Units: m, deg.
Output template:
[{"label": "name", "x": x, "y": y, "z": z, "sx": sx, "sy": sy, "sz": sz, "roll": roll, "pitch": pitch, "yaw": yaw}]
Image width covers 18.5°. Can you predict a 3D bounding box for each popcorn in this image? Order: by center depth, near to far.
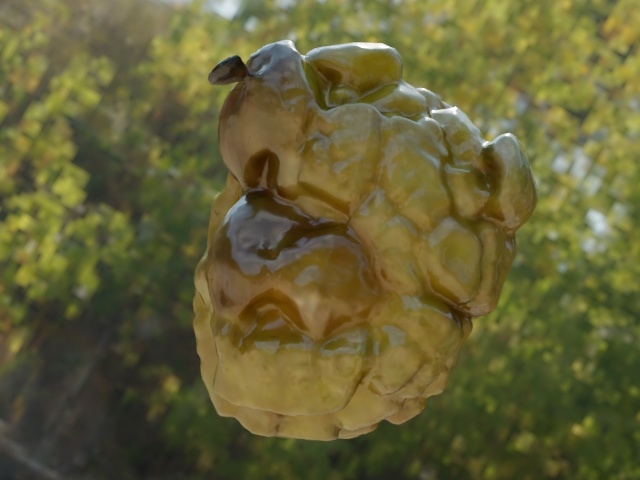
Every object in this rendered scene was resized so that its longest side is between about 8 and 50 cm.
[{"label": "popcorn", "x": 0.019, "y": 0.001, "z": 0.956, "sx": 0.163, "sy": 0.194, "sz": 0.140, "roll": 1, "pitch": -9, "yaw": -12}]
